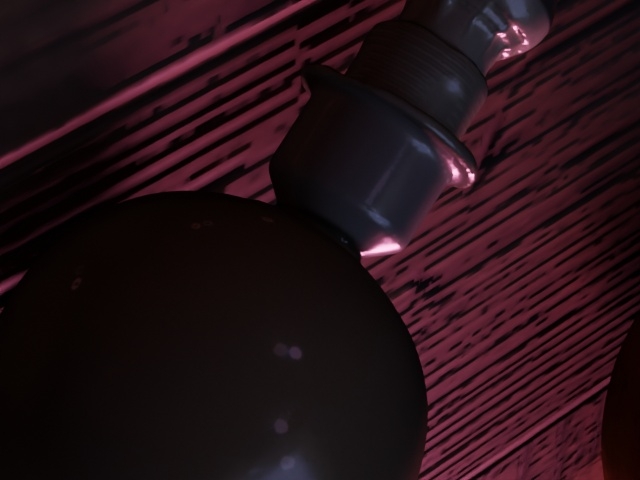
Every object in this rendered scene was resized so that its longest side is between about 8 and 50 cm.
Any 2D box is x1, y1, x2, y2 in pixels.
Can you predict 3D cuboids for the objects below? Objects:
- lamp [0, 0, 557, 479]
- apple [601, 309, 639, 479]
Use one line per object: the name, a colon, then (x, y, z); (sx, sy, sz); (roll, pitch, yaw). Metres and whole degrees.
lamp: (0.000, 0.000, 0.354); (0.163, 0.091, 0.091); (-55, 150, -11)
apple: (0.223, 0.065, 0.532); (0.241, 0.242, 0.242); (-40, 149, 2)
